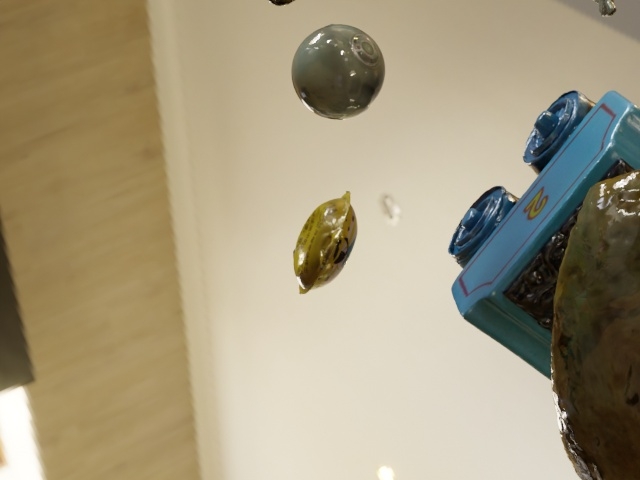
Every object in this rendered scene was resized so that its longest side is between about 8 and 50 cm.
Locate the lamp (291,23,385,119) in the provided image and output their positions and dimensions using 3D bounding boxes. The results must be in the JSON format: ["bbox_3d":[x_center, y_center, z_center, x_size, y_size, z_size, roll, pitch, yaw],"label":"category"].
[{"bbox_3d":[0.020,-0.182,1.394,0.105,0.105,0.105,42,-34,38],"label":"lamp"}]

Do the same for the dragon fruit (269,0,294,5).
[{"bbox_3d":[0.038,-0.437,1.773,0.282,0.147,0.211,-38,-77,27],"label":"dragon fruit"}]

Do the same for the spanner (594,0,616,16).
[{"bbox_3d":[0.374,-0.378,1.868,0.302,0.017,0.071,-120,-138,-67],"label":"spanner"}]

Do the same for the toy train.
[{"bbox_3d":[0.280,-0.007,1.422,0.188,0.300,0.265,35,12,-12],"label":"toy train"}]

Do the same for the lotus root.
[{"bbox_3d":[0.303,0.087,1.096,0.210,0.142,0.314,-7,-105,51],"label":"lotus root"}]

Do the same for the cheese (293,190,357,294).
[{"bbox_3d":[0.000,0.000,1.793,0.064,0.157,0.250,26,1,-12],"label":"cheese"}]
